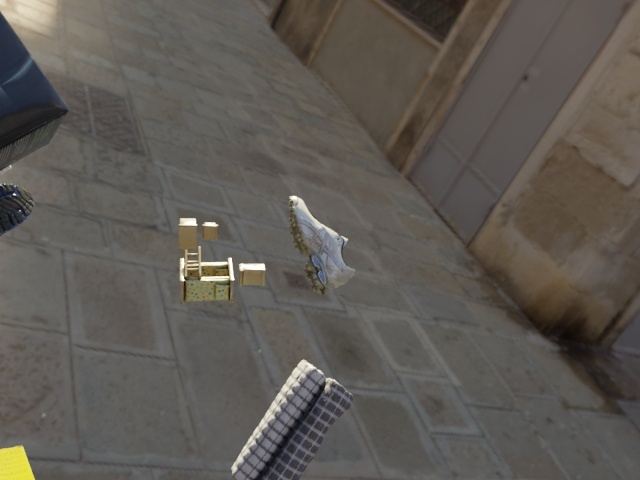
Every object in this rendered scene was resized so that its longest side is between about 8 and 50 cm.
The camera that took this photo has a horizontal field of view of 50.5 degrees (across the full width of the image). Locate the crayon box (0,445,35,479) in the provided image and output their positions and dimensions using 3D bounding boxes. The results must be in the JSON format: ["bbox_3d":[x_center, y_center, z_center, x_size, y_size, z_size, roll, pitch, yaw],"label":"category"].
[{"bbox_3d":[-0.716,0.611,1.478,0.202,0.081,0.318,6,33,-45],"label":"crayon box"}]

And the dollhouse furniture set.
[{"bbox_3d":[-0.201,0.042,1.410,0.181,0.161,0.101,-1,29,-11],"label":"dollhouse furniture set"}]

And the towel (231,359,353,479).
[{"bbox_3d":[-0.044,0.348,1.239,0.121,0.235,0.284,33,-10,7],"label":"towel"}]

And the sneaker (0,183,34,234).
[{"bbox_3d":[-0.557,-0.017,1.069,0.221,0.087,0.083,-37,99,-28],"label":"sneaker"}]

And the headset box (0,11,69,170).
[{"bbox_3d":[-0.428,-0.156,0.657,0.283,0.131,0.246,-40,102,-29],"label":"headset box"}]

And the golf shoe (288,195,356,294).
[{"bbox_3d":[0.000,0.000,1.149,0.086,0.069,0.176,-19,77,-11],"label":"golf shoe"}]

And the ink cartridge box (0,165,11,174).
[{"bbox_3d":[-0.596,-0.148,1.250,0.083,0.028,0.048,28,-30,61],"label":"ink cartridge box"}]
